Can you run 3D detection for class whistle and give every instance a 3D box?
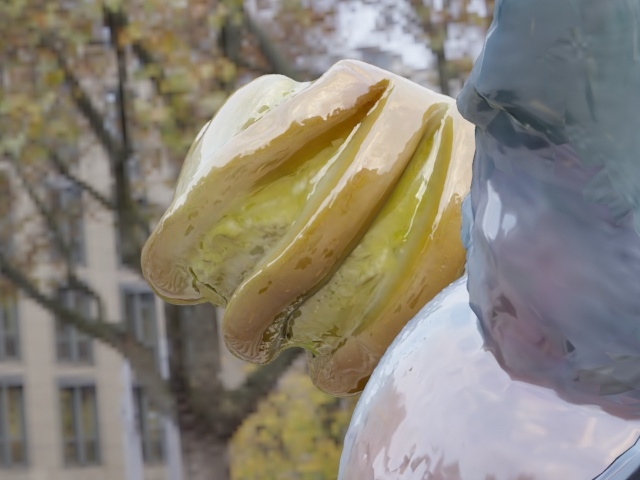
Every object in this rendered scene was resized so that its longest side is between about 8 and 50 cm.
[{"bbox_3d":[0.088,0.016,0.500,0.189,0.347,0.189,-4,25,2],"label":"whistle"}]

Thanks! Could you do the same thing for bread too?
[{"bbox_3d":[0.000,0.000,1.476,0.270,0.211,0.315,19,-39,-19],"label":"bread"}]
